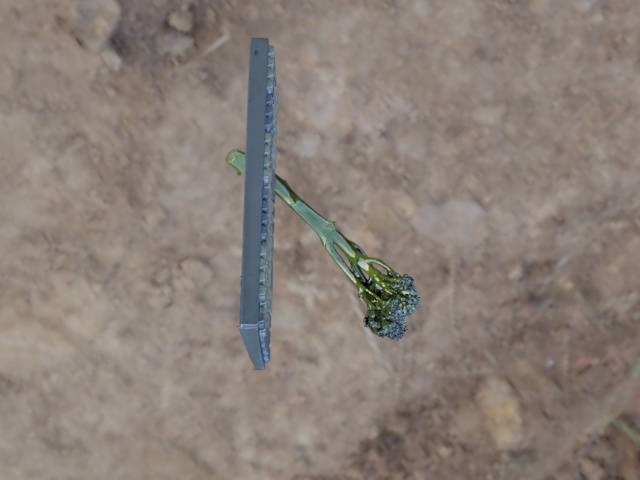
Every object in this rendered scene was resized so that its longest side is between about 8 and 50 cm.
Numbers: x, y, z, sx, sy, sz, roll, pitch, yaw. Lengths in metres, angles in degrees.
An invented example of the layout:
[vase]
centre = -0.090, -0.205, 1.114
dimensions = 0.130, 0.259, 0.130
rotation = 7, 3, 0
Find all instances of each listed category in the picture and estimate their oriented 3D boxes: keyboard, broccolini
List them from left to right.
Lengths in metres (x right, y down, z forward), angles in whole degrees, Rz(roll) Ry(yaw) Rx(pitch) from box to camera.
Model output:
[keyboard]
centre = -0.032, -0.022, 0.748
dimensions = 0.014, 0.176, 0.055
rotation = -1, 151, 3
[broccolini]
centre = 0.001, -0.001, 1.061
dimensions = 0.054, 0.194, 0.052
rotation = -47, -170, 10
